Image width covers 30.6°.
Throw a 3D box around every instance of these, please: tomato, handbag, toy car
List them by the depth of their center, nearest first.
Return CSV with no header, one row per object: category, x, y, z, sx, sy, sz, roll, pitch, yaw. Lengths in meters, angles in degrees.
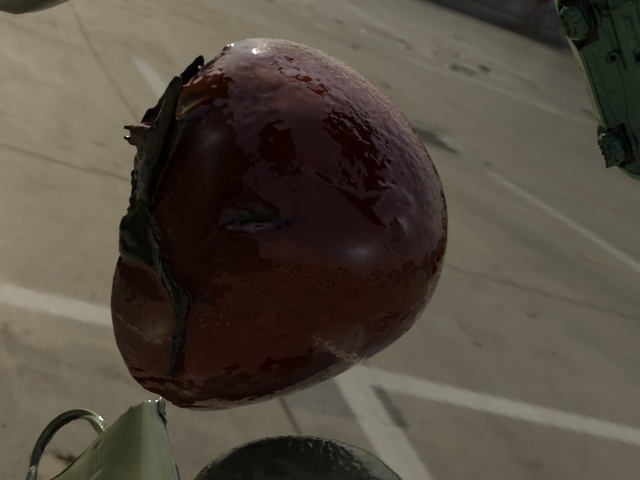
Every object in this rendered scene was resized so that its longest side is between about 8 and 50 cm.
toy car,0.207,-0.120,0.775,0.186,0.093,0.058,62,1,-37
tomato,0.001,0.000,0.864,0.309,0.309,0.170,7,4,-41
handbag,-0.225,0.263,1.051,0.109,0.241,0.315,46,12,-46

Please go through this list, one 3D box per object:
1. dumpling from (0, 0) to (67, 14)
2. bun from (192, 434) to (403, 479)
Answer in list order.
dumpling,-0.172,-0.183,0.659,0.127,0.108,0.188,15,-9,43
bun,-0.017,0.260,0.840,0.239,0.239,0.141,20,-5,-2
